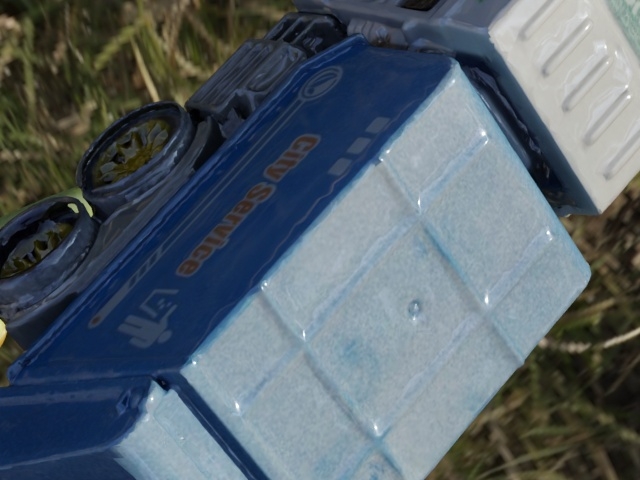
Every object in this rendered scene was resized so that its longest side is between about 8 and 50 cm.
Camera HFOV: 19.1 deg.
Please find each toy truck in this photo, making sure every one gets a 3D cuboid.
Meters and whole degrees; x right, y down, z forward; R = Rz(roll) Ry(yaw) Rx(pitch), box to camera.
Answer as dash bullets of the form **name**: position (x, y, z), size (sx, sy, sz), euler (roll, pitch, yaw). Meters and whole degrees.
- **toy truck**: position (0.000, 0.000, 0.789), size (0.367, 0.175, 0.146), euler (-49, 124, -19)

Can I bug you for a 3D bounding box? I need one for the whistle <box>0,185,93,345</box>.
- **whistle**: position (-0.241, 0.052, 1.081), size (0.294, 0.141, 0.141), euler (-11, 79, 14)
